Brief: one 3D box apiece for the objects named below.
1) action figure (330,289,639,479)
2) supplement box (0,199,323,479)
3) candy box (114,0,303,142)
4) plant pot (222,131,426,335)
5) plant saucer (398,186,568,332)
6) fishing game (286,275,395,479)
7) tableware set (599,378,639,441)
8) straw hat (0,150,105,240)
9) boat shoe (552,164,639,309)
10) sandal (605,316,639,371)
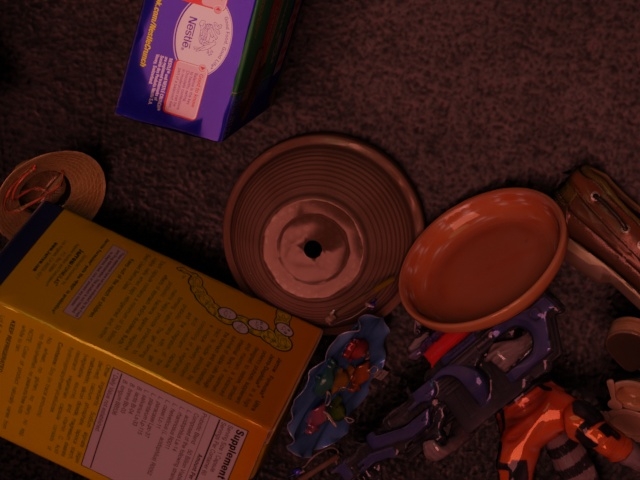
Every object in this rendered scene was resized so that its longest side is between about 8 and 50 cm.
[{"bbox_3d":[0.191,0.207,1.781,0.341,0.178,0.330,-34,83,26],"label":"action figure"},{"bbox_3d":[-0.210,0.144,1.764,0.356,0.195,0.194,25,127,3],"label":"supplement box"},{"bbox_3d":[-0.092,-0.258,1.638,0.122,0.317,0.268,17,103,3],"label":"candy box"},{"bbox_3d":[0.000,0.000,1.780,0.237,0.110,0.237,1,101,7],"label":"plant pot"},{"bbox_3d":[0.180,0.026,1.709,0.200,0.200,0.037,-27,126,12],"label":"plant saucer"},{"bbox_3d":[0.029,0.169,1.768,0.041,0.189,0.264,29,118,24],"label":"fishing game"},{"bbox_3d":[0.389,0.199,1.753,0.168,0.020,0.141,9,143,20],"label":"tableware set"},{"bbox_3d":[-0.327,-0.063,1.830,0.061,0.144,0.144,44,107,38],"label":"straw hat"},{"bbox_3d":[0.387,0.033,1.730,0.307,0.111,0.104,33,104,1],"label":"boat shoe"},{"bbox_3d":[0.405,0.146,1.763,0.088,0.079,0.240,-14,131,42],"label":"sandal"}]
